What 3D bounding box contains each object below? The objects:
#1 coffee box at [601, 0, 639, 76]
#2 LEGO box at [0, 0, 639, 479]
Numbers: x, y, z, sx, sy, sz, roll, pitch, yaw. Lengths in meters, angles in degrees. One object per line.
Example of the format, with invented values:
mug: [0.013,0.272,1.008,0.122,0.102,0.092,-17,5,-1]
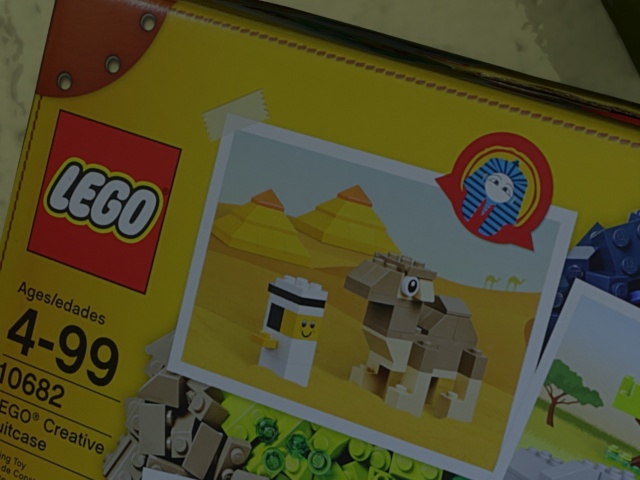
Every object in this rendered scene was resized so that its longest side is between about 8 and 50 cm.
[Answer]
coffee box: [0.233,-0.306,0.887,0.334,0.337,0.338,-27,87,3]
LEGO box: [0.095,0.123,0.847,0.500,0.193,0.373,18,100,25]
